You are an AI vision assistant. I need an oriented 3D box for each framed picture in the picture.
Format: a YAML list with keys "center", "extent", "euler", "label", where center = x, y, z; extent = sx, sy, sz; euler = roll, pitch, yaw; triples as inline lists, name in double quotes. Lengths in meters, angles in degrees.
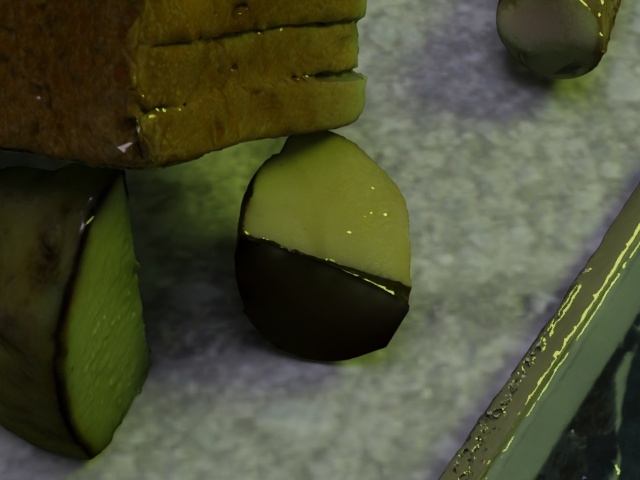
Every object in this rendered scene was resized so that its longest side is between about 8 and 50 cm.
- center: [0.239, 0.069, 0.760]
  extent: [0.247, 0.022, 0.335]
  euler: [27, 56, 20]
  label: "framed picture"

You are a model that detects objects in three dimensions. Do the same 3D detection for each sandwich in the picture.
- center: [-0.132, -0.104, 0.763]
  extent: [0.273, 0.095, 0.249]
  euler: [9, 14, 27]
  label: "sandwich"

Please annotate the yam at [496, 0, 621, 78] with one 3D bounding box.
- center: [0.178, -0.238, 0.972]
  extent: [0.081, 0.081, 0.357]
  euler: [14, 51, 11]
  label: "yam"

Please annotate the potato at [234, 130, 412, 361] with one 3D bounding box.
- center: [0.000, 0.000, 0.789]
  extent: [0.096, 0.066, 0.103]
  euler: [26, 42, -10]
  label: "potato"

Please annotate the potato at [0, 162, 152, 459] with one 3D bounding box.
- center: [-0.152, 0.026, 0.716]
  extent: [0.120, 0.149, 0.081]
  euler: [17, 48, 16]
  label: "potato"
